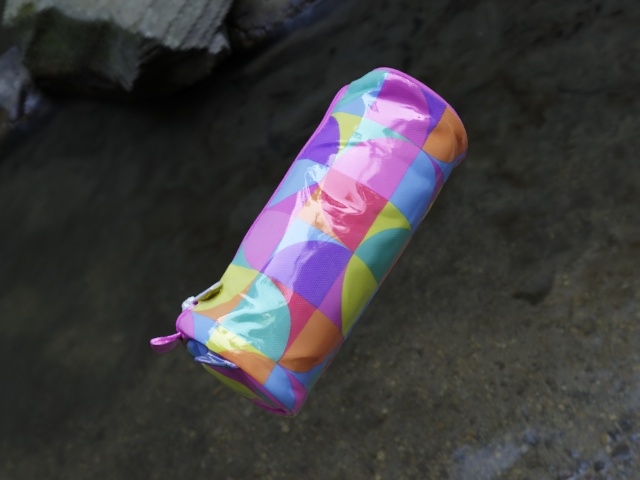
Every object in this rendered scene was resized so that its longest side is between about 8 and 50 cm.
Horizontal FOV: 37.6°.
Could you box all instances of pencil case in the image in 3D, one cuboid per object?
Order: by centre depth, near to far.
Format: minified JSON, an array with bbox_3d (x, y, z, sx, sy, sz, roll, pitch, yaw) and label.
[{"bbox_3d":[0.000,0.000,0.608,0.104,0.104,0.236,18,67,47],"label":"pencil case"}]
